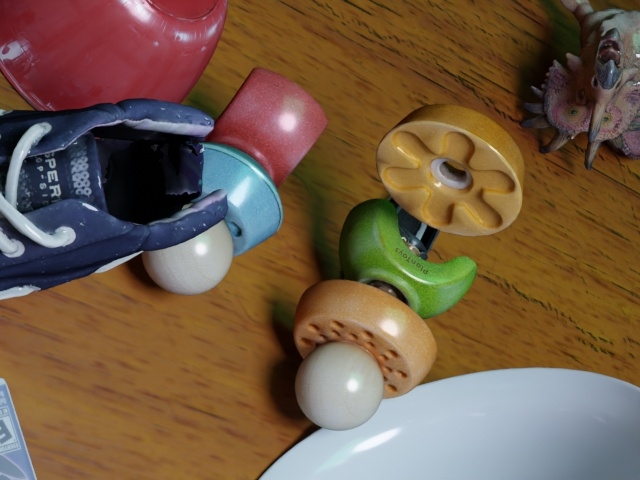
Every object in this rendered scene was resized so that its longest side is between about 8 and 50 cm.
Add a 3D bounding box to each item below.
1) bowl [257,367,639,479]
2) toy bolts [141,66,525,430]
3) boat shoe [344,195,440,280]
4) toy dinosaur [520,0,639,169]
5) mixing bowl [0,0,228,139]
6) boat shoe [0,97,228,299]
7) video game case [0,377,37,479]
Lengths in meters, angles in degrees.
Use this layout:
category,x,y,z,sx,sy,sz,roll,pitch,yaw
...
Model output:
category,x,y,z,sx,sy,sz,roll,pitch,yaw
bowl,0.100,0.210,1.044,0.298,0.297,0.134,-43,123,-47
toy bolts,0.000,0.000,1.085,0.228,0.218,0.158,33,54,-4
boat shoe,0.056,0.006,1.248,0.049,0.042,0.133,50,45,-20
toy dinosaur,0.274,-0.132,1.489,0.295,0.127,0.200,34,56,-47
mixing bowl,-0.128,-0.165,1.094,0.181,0.098,0.181,21,58,-39
boat shoe,-0.204,-0.026,0.892,0.340,0.158,0.127,-13,90,-48
video game case,-0.225,0.180,0.884,0.201,0.023,0.183,-12,81,-48
